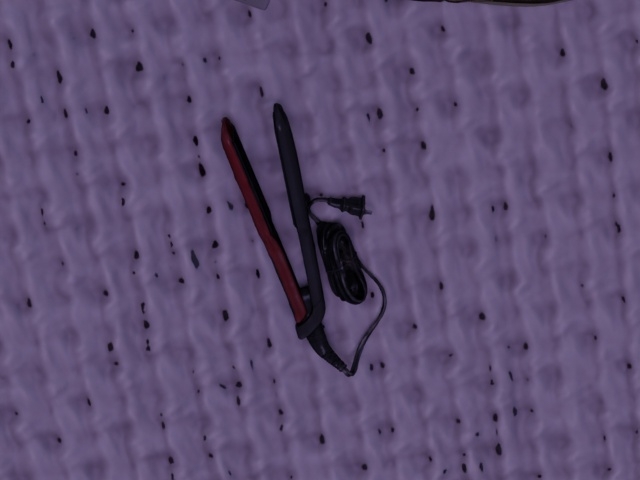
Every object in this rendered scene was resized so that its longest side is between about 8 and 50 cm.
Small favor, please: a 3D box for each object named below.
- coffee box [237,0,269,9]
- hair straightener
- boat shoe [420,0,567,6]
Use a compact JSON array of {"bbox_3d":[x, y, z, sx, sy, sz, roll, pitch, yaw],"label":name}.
[{"bbox_3d":[-0.059,-0.322,1.272,0.168,0.119,0.297,18,128,-9],"label":"coffee box"},{"bbox_3d":[0.000,0.000,1.478,0.089,0.047,0.230,-18,110,4],"label":"hair straightener"},{"bbox_3d":[0.119,-0.204,1.382,0.257,0.095,0.095,-4,110,-1],"label":"boat shoe"}]
